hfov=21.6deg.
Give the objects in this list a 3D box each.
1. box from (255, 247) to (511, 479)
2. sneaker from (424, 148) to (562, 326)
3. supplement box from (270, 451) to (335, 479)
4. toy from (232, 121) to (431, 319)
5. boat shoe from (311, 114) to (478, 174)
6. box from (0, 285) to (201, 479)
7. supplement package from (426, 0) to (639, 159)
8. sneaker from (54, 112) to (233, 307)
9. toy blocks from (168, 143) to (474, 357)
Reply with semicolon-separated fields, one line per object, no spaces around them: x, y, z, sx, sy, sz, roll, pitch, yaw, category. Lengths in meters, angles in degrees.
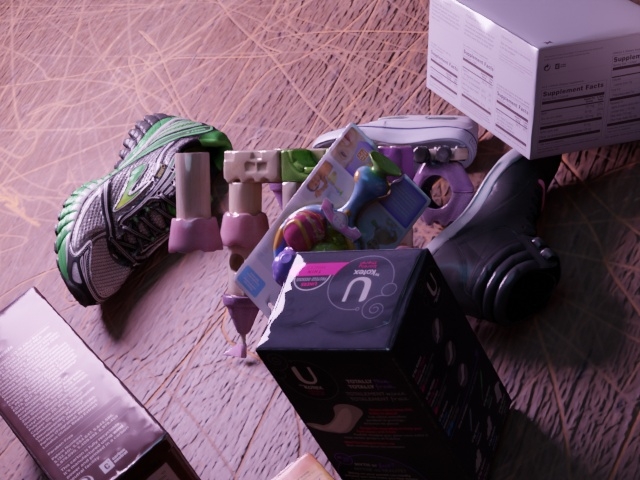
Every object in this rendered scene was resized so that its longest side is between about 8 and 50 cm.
0.074;0.146;1.791;0.165;0.270;0.143;-2;48;30;box
0.243;-0.004;1.994;0.147;0.105;0.296;25;56;29;sneaker
0.026;0.328;1.782;0.080;0.078;0.233;-38;39;-9;supplement box
0.000;0.000;1.853;0.137;0.056;0.237;46;108;23;toy
0.103;-0.125;2.228;0.226;0.083;0.076;2;36;19;boat shoe
-0.273;0.232;1.985;0.143;0.191;0.381;-40;41;-12;box
0.283;-0.228;2.087;0.204;0.145;0.262;-12;30;-23;supplement package
-0.243;-0.049;2.307;0.146;0.134;0.344;6;51;35;sneaker
0.007;0.016;2.057;0.288;0.260;0.309;0;4;29;toy blocks
